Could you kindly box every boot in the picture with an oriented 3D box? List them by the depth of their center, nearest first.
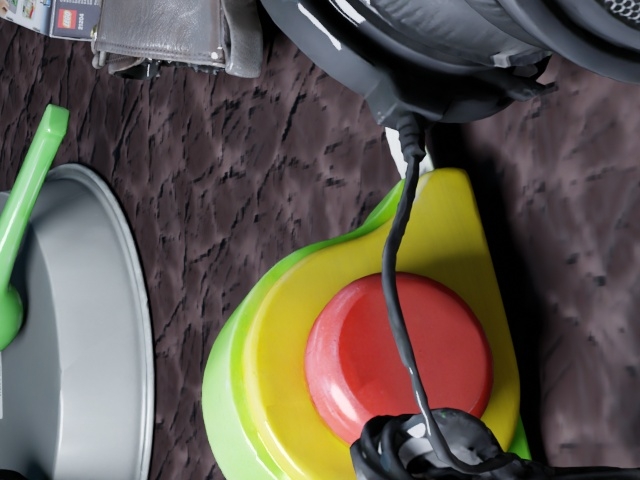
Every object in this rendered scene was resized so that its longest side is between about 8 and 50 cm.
[{"bbox_3d":[-0.099,-0.202,0.830,0.263,0.091,0.229,24,109,56],"label":"boot"}]

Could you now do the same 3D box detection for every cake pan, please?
[{"bbox_3d":[-0.190,0.094,1.013,0.293,0.054,0.293,-5,84,59],"label":"cake pan"}]

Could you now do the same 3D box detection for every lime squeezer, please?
[{"bbox_3d":[-0.229,0.034,0.973,0.310,0.059,0.110,-41,54,52],"label":"lime squeezer"}]

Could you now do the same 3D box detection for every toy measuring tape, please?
[{"bbox_3d":[0.000,0.000,0.606,0.121,0.121,0.330,-37,61,54],"label":"toy measuring tape"}]

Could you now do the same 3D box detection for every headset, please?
[{"bbox_3d":[0.088,-0.099,0.500,0.243,0.185,0.394,-4,70,64],"label":"headset"}]

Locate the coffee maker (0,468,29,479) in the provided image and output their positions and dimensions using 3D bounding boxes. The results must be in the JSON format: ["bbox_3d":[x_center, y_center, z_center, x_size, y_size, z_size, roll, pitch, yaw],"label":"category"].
[{"bbox_3d":[-0.143,0.191,0.834,0.178,0.120,0.171,21,92,37],"label":"coffee maker"}]

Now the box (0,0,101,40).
[{"bbox_3d":[-0.167,-0.239,1.004,0.114,0.036,0.207,28,113,57],"label":"box"}]
